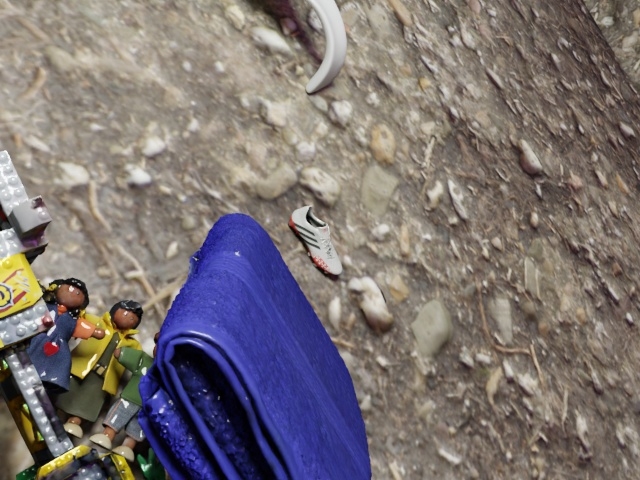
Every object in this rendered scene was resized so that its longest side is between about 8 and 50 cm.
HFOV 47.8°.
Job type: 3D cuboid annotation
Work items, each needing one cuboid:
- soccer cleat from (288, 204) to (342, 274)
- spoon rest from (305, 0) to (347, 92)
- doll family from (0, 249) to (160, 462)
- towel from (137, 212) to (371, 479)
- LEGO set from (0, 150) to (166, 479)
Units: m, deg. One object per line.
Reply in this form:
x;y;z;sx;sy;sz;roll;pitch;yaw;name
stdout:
0.000;0.000;0.768;0.083;0.035;0.029;55;39;-3;soccer cleat
-0.056;-0.319;0.886;0.276;0.084;0.137;54;39;-5;spoon rest
-0.179;0.067;0.508;0.193;0.076;0.111;40;62;-27;doll family
-0.037;0.111;0.523;0.227;0.076;0.308;61;6;-13;towel
-0.220;0.103;0.303;0.331;0.192;0.255;-14;80;-37;LEGO set
